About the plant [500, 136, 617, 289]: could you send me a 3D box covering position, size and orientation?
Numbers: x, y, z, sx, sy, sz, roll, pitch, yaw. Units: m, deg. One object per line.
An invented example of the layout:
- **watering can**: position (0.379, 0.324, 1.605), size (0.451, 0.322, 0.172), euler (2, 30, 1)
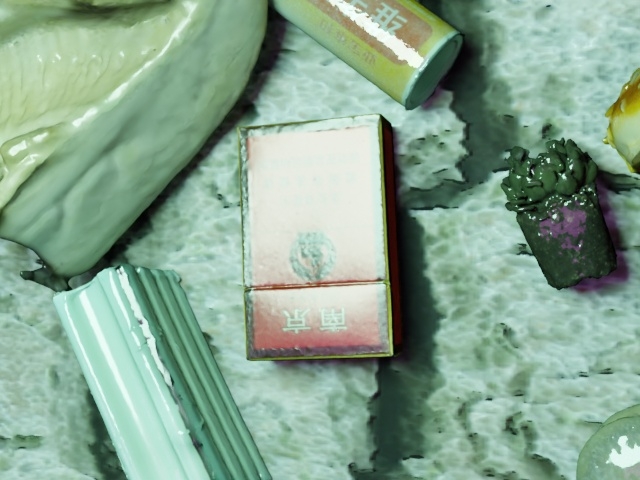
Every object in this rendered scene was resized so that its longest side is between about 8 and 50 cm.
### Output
- **plant**: position (0.223, -0.027, 0.920), size (0.095, 0.092, 0.143), euler (-18, 88, 22)

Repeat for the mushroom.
- **mushroom**: position (-0.252, -0.200, 1.004), size (0.397, 0.224, 0.313), euler (-45, 62, 9)

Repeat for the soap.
- **soap**: position (-0.159, 0.150, 0.981), size (0.094, 0.150, 0.261), euler (-28, 79, 9)

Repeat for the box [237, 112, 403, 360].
- **box**: position (0.000, 0.000, 0.986), size (0.153, 0.074, 0.239), euler (-3, 86, 11)

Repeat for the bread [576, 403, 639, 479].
- **bread**: position (0.326, 0.318, 0.864), size (0.183, 0.102, 0.337), euler (-34, 81, 15)

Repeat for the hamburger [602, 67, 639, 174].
- **hamburger**: position (0.379, -0.086, 0.786), size (0.291, 0.291, 0.225), euler (-23, 76, 13)

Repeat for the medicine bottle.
- **medicine bottle**: position (-0.045, -0.295, 1.002), size (0.426, 0.108, 0.108), euler (38, 97, 13)
